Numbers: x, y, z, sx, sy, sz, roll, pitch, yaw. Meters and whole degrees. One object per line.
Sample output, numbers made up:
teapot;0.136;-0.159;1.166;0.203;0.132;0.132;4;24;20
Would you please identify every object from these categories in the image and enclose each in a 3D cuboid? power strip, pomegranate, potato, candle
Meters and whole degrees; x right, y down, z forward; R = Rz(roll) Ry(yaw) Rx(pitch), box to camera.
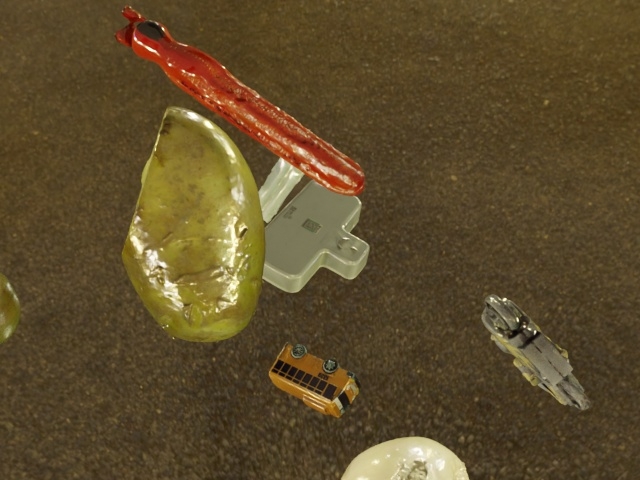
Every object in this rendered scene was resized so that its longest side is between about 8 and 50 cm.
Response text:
power strip;0.000;0.001;1.134;0.193;0.059;0.265;29;50;15
pomegranate;-0.630;0.138;1.027;0.130;0.152;0.191;15;42;22
potato;-0.158;-0.014;0.722;0.175;0.299;0.141;-9;12;-16
candle;-0.088;-0.150;0.637;0.329;0.051;0.048;35;101;3

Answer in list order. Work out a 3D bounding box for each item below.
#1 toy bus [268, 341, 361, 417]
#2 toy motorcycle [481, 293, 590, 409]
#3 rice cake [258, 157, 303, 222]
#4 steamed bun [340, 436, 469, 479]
toy bus;-0.014;0.337;1.400;0.200;0.098;0.114;19;61;29
toy motorcycle;0.271;0.140;0.765;0.061;0.124;0.193;-42;95;0
rice cake;-0.125;-0.150;1.678;0.085;0.226;0.040;39;37;0
steamed bun;0.174;0.609;1.246;0.311;0.233;0.334;-29;74;23
